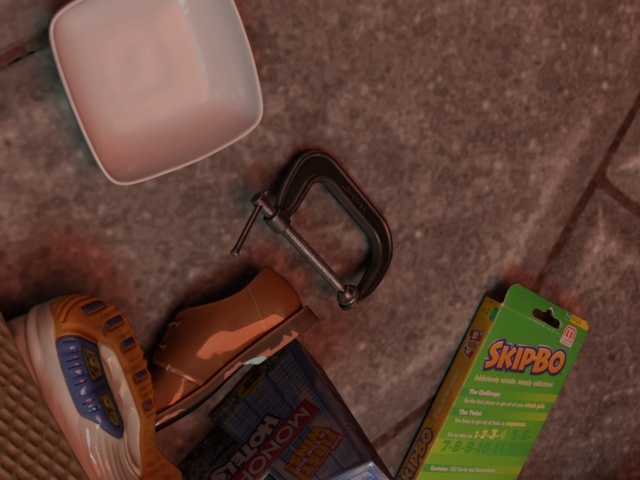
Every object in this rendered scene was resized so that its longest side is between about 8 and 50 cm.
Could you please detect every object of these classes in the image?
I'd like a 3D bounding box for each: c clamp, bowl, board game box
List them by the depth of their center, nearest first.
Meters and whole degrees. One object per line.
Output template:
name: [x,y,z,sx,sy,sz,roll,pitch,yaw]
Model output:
bowl: [-0.123,-0.126,0.753,0.142,0.053,0.142,-26,114,-21]
board game box: [-0.030,0.186,0.804,0.194,0.194,0.060,-46,121,-12]
c clamp: [0.000,0.000,0.856,0.161,0.022,0.137,42,55,-33]
board game box: [0.164,0.174,1.006,0.124,0.039,0.259,27,91,-33]

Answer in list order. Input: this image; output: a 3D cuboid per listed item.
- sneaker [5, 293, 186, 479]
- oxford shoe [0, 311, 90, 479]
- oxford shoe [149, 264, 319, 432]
sneaker: [-0.168,0.192,0.732,0.112,0.131,0.296,5,67,-69]
oxford shoe: [-0.222,0.172,0.604,0.130,0.449,0.169,-39,155,12]
oxford shoe: [-0.108,0.097,0.823,0.212,0.076,0.076,-36,87,-15]
